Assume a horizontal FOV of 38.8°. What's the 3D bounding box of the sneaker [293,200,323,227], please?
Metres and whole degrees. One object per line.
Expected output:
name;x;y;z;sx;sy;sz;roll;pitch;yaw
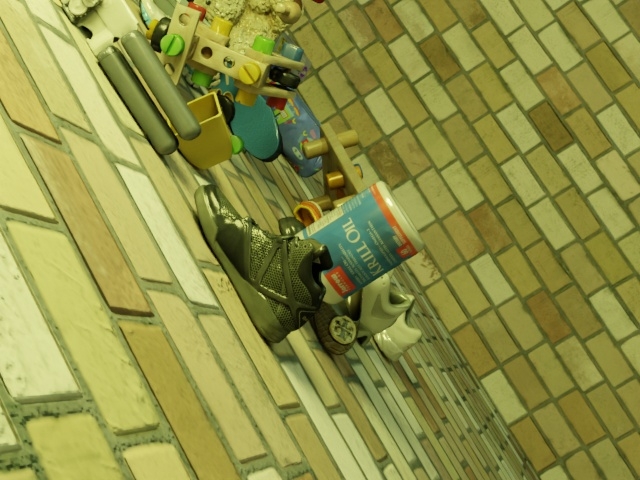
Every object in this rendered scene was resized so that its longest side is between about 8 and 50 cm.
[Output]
sneaker;0.000;0.000;1.855;0.175;0.064;0.067;53;29;5

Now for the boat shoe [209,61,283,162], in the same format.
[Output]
boat shoe;-0.137;-0.257;1.821;0.258;0.109;0.089;64;7;26

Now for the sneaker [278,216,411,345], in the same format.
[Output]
sneaker;0.050;0.045;1.638;0.330;0.146;0.122;48;13;-39

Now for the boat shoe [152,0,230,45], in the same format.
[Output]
boat shoe;-0.280;-0.471;1.806;0.319;0.099;0.116;60;9;22

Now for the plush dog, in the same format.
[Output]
plush dog;-0.199;-0.484;1.953;0.225;0.262;0.211;41;-25;-23

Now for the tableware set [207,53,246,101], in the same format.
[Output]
tableware set;-0.167;-0.287;1.720;0.154;0.024;0.104;-43;138;-55

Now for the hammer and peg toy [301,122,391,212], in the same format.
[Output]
hammer and peg toy;0.056;-0.057;2.018;0.361;0.127;0.266;86;-17;-51

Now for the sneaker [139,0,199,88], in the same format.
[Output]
sneaker;-0.256;-0.380;1.673;0.190;0.083;0.071;52;11;-24

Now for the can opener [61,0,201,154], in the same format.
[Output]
can opener;-0.253;-0.246;1.217;0.280;0.074;0.093;58;8;3

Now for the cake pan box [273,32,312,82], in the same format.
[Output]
cake pan box;-0.174;-0.499;2.229;0.267;0.070;0.246;28;-1;16

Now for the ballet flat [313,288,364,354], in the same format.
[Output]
ballet flat;0.044;0.076;1.484;0.084;0.058;0.250;35;43;-22

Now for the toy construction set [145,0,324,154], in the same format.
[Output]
toy construction set;-0.140;-0.332;1.504;0.257;0.309;0.237;49;13;2

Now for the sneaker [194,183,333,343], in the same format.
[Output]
sneaker;-0.067;0.005;1.171;0.227;0.130;0.087;57;6;15

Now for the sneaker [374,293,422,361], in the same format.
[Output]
sneaker;0.138;0.131;1.901;0.232;0.115;0.090;59;9;16

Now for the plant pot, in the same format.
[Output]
plant pot;-0.171;-0.155;1.346;0.081;0.081;0.083;-111;176;-54

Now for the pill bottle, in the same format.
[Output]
pill bottle;0.033;0.019;1.360;0.124;0.221;0.124;54;9;-12

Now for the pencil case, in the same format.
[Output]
pencil case;-0.076;-0.297;2.219;0.306;0.133;0.119;52;18;-27
